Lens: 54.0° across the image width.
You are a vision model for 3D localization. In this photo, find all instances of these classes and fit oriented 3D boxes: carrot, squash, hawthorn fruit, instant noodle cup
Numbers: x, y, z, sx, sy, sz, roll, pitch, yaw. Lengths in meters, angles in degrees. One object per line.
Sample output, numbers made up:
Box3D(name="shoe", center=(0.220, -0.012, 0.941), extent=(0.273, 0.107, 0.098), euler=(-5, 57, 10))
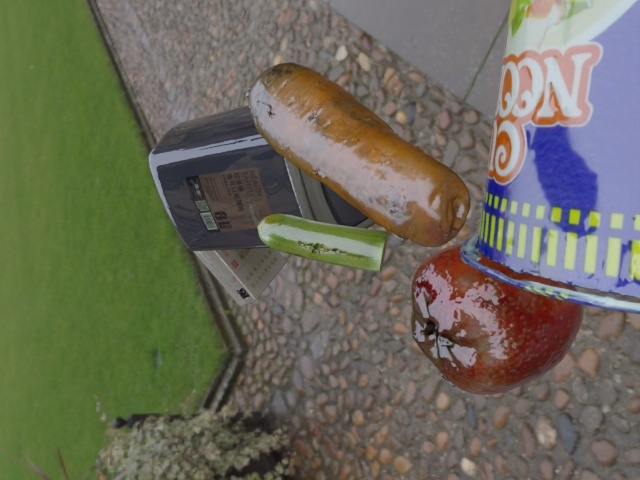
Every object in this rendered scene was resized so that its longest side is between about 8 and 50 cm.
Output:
Box3D(name="carrot", center=(0.018, -0.054, 0.383), extent=(0.186, 0.060, 0.060), euler=(43, 120, 37))
Box3D(name="squash", center=(0.000, 0.000, 0.402), extent=(0.027, 0.083, 0.027), euler=(10, -90, -79))
Box3D(name="hawthorn fruit", center=(0.351, 0.123, 1.175), extent=(0.285, 0.369, 0.285), euler=(161, 90, -83))
Box3D(name="instant noodle cup", center=(0.238, -0.135, 0.412), extent=(0.284, 0.284, 0.312), euler=(17, 112, 57))

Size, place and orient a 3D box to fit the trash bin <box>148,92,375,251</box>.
Box3D(name="trash bin", center=(-0.069, -0.093, 0.879), extent=(0.290, 0.209, 0.182), euler=(-6, 34, 19))

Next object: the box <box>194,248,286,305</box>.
Box3D(name="box", center=(-0.178, 0.018, 1.313), extent=(0.058, 0.201, 0.141), euler=(-24, 21, 42))
